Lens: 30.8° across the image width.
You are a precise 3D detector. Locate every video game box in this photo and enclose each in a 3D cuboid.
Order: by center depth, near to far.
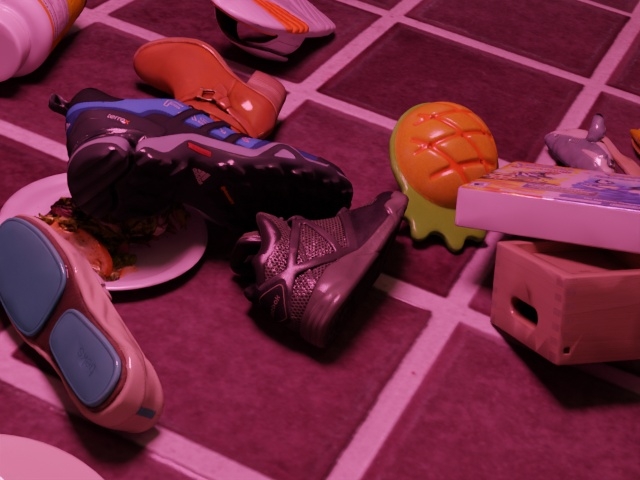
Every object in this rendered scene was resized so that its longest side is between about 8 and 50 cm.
[{"bbox_3d":[0.263,-0.036,1.163,0.205,0.048,0.187,9,13,24],"label":"video game box"}]

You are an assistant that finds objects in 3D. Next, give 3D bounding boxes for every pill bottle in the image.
[{"bbox_3d":[-0.356,-0.269,1.369,0.117,0.117,0.215,12,34,1],"label":"pill bottle"}]

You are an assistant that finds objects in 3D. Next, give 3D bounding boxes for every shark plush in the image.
[{"bbox_3d":[0.311,-0.073,1.366,0.067,0.073,0.161,-9,56,4],"label":"shark plush"}]

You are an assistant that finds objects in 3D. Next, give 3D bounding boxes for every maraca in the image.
[{"bbox_3d":[0.132,-0.072,1.250,0.127,0.099,0.186,14,58,-8],"label":"maraca"}]

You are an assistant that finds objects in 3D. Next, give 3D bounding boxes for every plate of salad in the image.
[{"bbox_3d":[-0.206,-0.021,1.114,0.199,0.048,0.200,7,34,-5],"label":"plate of salad"}]

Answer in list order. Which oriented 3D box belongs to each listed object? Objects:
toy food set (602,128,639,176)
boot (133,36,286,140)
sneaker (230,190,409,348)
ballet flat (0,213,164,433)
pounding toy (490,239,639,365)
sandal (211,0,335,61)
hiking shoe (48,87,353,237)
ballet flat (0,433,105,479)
[{"bbox_3d":[0.455,-0.116,1.454,0.192,0.039,0.132,-3,36,-21],"label":"toy food set"},{"bbox_3d":[-0.147,-0.158,1.314,0.197,0.073,0.152,16,38,11],"label":"boot"},{"bbox_3d":[0.000,0.000,1.109,0.130,0.087,0.227,28,42,12],"label":"sneaker"},{"bbox_3d":[-0.200,0.069,0.969,0.086,0.086,0.248,-12,42,-30],"label":"ballet flat"},{"bbox_3d":[0.272,0.050,1.112,0.206,0.094,0.181,-2,15,-20],"label":"pounding toy"},{"bbox_3d":[-0.063,-0.271,1.511,0.102,0.076,0.265,42,22,17],"label":"sandal"},{"bbox_3d":[-0.102,-0.084,1.124,0.304,0.113,0.132,11,41,-34],"label":"hiking shoe"},{"bbox_3d":[-0.261,0.164,0.754,0.408,0.147,0.147,13,34,4],"label":"ballet flat"}]
